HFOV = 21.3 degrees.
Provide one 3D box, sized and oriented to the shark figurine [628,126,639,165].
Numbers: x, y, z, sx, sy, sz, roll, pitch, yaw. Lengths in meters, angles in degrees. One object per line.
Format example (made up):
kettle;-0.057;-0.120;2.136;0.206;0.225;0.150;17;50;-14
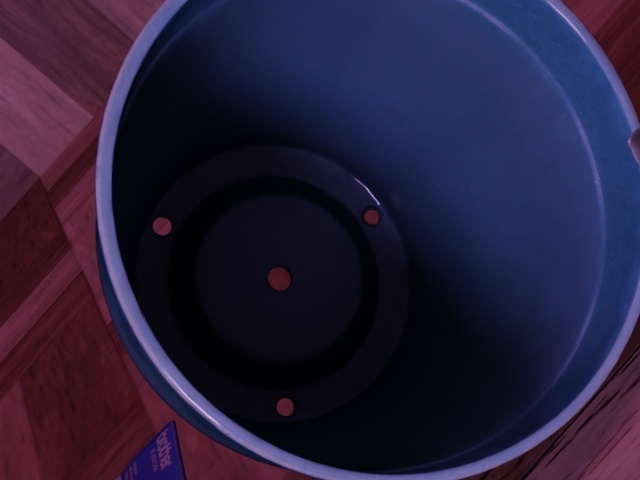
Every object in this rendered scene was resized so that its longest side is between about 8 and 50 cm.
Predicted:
shark figurine;0.173;0.005;0.721;0.166;0.116;0.278;-29;25;48

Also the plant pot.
plant pot;0.000;0.000;0.909;0.272;0.271;0.255;-54;6;-17

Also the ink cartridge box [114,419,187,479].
ink cartridge box;-0.166;0.268;1.028;0.311;0.065;0.186;-49;20;8
